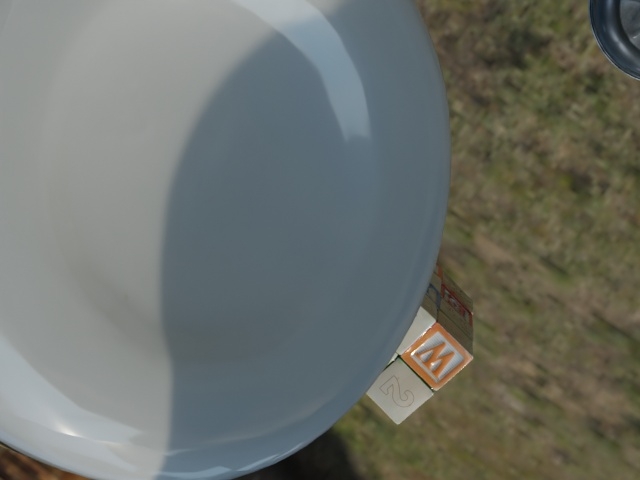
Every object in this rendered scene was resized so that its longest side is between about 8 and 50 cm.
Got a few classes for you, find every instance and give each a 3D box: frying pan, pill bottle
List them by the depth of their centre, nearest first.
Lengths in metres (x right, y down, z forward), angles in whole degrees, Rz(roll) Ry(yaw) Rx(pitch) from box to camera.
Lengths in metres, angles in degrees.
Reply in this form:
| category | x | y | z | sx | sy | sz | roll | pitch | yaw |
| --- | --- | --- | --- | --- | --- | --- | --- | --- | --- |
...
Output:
| category | x | y | z | sx | sy | sz | roll | pitch | yaw |
| --- | --- | --- | --- | --- | --- | --- | --- | --- | --- |
| pill bottle | -0.125 | -0.031 | 0.542 | 0.188 | 0.188 | 0.334 | 45 | 158 | -30 |
| frying pan | 0.458 | -0.230 | 1.806 | 0.326 | 0.197 | 0.053 | 60 | -168 | -9 |

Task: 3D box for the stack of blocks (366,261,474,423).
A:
| category | x | y | z | sx | sy | sz | roll | pitch | yaw |
| --- | --- | --- | --- | --- | --- | --- | --- | --- | --- |
| stack of blocks | 0.000 | 0.000 | 1.270 | 0.297 | 0.087 | 0.171 | 46 | -166 | -5 |
